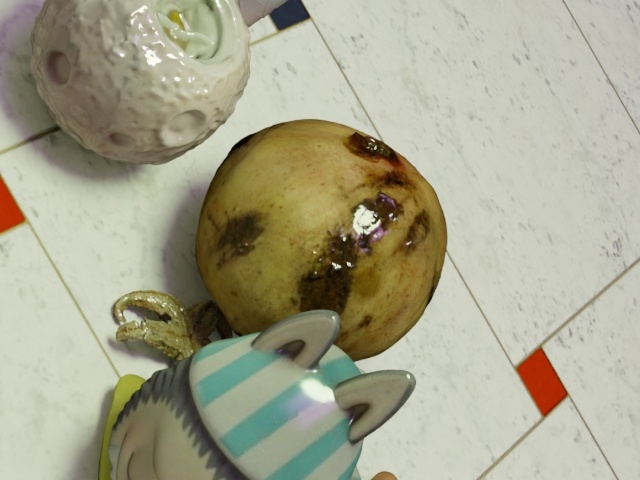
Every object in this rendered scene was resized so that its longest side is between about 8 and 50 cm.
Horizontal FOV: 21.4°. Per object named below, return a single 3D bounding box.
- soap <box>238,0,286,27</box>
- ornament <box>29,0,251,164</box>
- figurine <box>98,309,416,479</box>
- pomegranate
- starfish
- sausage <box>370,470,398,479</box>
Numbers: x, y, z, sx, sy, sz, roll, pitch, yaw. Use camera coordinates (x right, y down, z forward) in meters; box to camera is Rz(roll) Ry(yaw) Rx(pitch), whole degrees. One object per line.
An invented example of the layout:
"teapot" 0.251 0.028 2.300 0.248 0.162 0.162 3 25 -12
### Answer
"soap" -0.174 -0.406 2.149 0.323 0.193 0.109 28 49 -33
"ornament" -0.212 -0.214 1.970 0.259 0.225 0.259 26 51 -36
"figurine" -0.014 0.236 1.799 0.361 0.377 0.266 12 63 -42
"pomegranate" 0.000 0.000 2.024 0.322 0.322 0.322 25 52 -35
"starfish" -0.147 0.120 1.979 0.209 0.053 0.150 38 49 -28
"sausage" 0.067 0.317 2.103 0.034 0.034 0.083 55 41 -7
